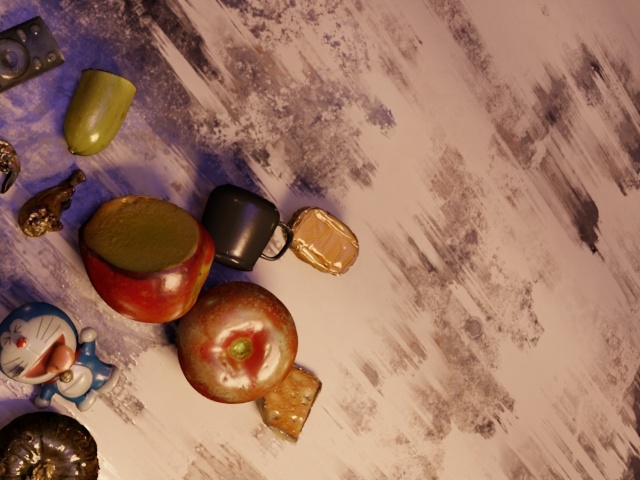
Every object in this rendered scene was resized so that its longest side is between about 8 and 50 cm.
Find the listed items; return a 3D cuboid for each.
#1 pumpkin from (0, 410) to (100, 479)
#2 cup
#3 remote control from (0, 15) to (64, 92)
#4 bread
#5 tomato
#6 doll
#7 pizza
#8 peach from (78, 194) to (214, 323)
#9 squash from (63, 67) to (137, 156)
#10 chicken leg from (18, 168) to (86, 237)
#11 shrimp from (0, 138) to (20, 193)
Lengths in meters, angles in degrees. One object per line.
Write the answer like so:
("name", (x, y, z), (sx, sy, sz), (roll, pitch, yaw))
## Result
("pumpkin", (-0.554, 0.459, 1.512), (0.237, 0.159, 0.238), (1, 88, -26))
("cup", (-0.169, -0.016, 1.742), (0.223, 0.169, 0.177), (27, 81, -23))
("remote control", (-0.694, -0.322, 1.506), (0.377, 0.044, 0.107), (-35, 116, -27))
("bread", (0.000, 0.000, 1.878), (0.190, 0.114, 0.132), (40, 80, -15))
("tomato", (-0.188, 0.223, 1.699), (0.270, 0.222, 0.271), (-1, 95, -11))
("doll", (-0.535, 0.243, 1.533), (0.215, 0.161, 0.257), (-45, 116, 4))
("pizza", (-0.108, 0.374, 1.831), (0.204, 0.080, 0.188), (34, 49, -15))
("peach", (-0.372, 0.042, 1.586), (0.274, 0.248, 0.245), (27, 111, 6))
("squash", (-0.473, -0.261, 1.599), (0.123, 0.123, 0.187), (27, 75, -27))
("chicken leg", (-0.548, -0.077, 1.584), (0.093, 0.070, 0.178), (34, 58, 0))
("shrimp", (-0.658, -0.127, 1.534), (0.091, 0.034, 0.161), (21, 78, -29))
